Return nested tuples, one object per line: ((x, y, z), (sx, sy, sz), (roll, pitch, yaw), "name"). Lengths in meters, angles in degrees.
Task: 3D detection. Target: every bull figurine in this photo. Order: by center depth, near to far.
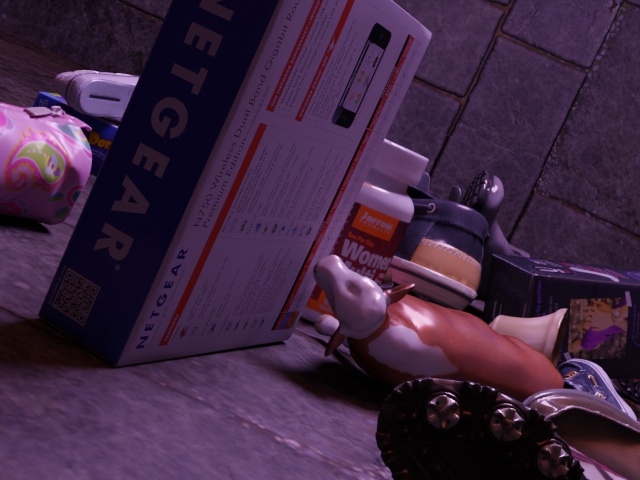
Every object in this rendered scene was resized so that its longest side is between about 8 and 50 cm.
((0.102, 0.104, 0.967), (0.310, 0.101, 0.188), (28, 1, -21), "bull figurine")

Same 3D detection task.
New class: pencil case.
((-0.336, -0.089, 0.871), (0.124, 0.124, 0.284), (29, 10, 30), "pencil case")

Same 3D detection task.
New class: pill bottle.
((0.035, -0.014, 1.121), (0.121, 0.221, 0.121), (24, 8, -4), "pill bottle")

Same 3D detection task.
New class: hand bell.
((0.182, 0.116, 1.236), (0.242, 0.126, 0.126), (15, 4, 20), "hand bell")

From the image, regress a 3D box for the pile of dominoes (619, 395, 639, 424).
((0.385, 0.207, 1.394), (0.196, 0.040, 0.251), (26, 7, 7), "pile of dominoes")

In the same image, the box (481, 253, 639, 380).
((0.391, 0.113, 1.401), (0.270, 0.143, 0.165), (6, 8, -11), "box")

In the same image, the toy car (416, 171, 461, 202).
((0.199, -0.035, 1.893), (0.155, 0.188, 0.149), (28, 8, 27), "toy car")

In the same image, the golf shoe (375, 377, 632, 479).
((0.151, 0.185, 0.687), (0.273, 0.105, 0.120), (30, -8, -7), "golf shoe")

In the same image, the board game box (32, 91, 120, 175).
((-0.252, -0.120, 1.488), (0.347, 0.078, 0.233), (25, 8, 1), "board game box")

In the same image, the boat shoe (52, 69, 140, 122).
((-0.285, -0.212, 1.399), (0.076, 0.083, 0.226), (31, 11, 32), "boat shoe")

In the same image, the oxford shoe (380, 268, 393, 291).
((0.000, 0.000, 1.223), (0.227, 0.096, 0.083), (25, 9, -12), "oxford shoe")

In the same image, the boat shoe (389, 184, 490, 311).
((0.126, -0.011, 1.553), (0.187, 0.156, 0.500), (23, 0, -18), "boat shoe")

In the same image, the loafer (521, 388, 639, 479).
((0.280, 0.207, 0.856), (0.251, 0.094, 0.087), (23, 4, -16), "loafer")

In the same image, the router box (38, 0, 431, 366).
((-0.051, -0.070, 0.809), (0.082, 0.335, 0.301), (28, 8, 21), "router box")

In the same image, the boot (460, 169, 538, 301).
((0.326, 0.021, 1.654), (0.223, 0.118, 0.338), (23, -27, 8), "boot")

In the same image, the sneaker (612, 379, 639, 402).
((0.556, 0.238, 1.613), (0.237, 0.085, 0.086), (15, -14, -36), "sneaker")

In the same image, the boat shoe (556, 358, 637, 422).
((0.320, 0.188, 1.205), (0.083, 0.065, 0.183), (22, 11, -15), "boat shoe")
